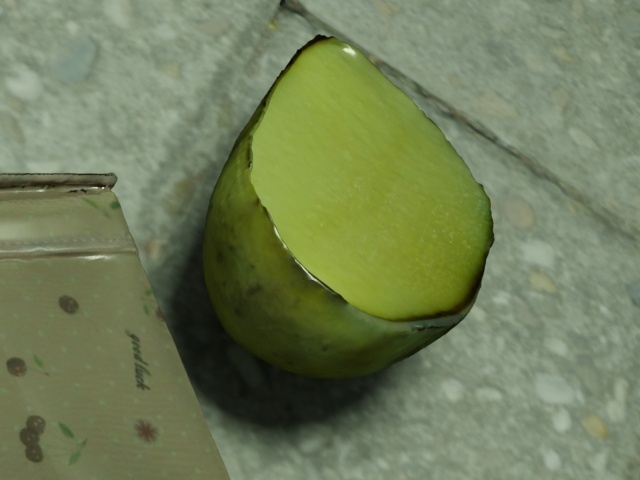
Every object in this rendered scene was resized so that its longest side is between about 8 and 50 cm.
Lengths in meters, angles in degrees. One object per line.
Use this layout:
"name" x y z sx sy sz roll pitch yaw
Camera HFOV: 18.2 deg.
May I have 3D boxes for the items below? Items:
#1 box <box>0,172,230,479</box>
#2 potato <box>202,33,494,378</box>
"box" -0.217 0.113 0.766 0.297 0.225 0.190 0 54 -36
"potato" 0.000 0.000 1.123 0.160 0.111 0.271 41 26 -10
